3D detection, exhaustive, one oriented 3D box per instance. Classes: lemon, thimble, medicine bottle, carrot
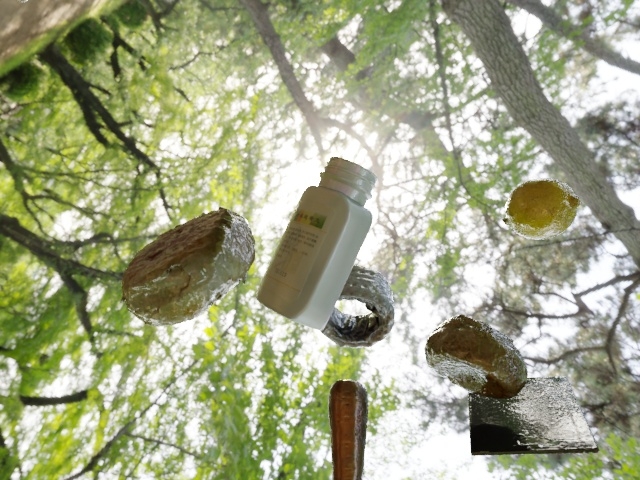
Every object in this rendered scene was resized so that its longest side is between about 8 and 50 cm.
[{"bbox_3d":[0.612,-0.089,1.361,0.206,0.173,0.173,-9,-129,44],"label":"lemon"},{"bbox_3d":[0.096,0.192,1.435,0.157,0.246,0.217,-83,-162,-66],"label":"thimble"},{"bbox_3d":[0.000,0.000,0.977,0.179,0.124,0.324,18,-96,54],"label":"medicine bottle"},{"bbox_3d":[0.036,0.263,0.634,0.055,0.055,0.161,-23,-121,45],"label":"carrot"}]

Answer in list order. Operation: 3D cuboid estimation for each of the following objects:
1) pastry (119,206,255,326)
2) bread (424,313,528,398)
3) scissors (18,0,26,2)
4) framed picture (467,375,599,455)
[{"bbox_3d":[-0.178,0.034,0.685,0.182,0.093,0.192,-27,-158,7],"label":"pastry"},{"bbox_3d":[0.350,0.261,1.119,0.230,0.230,0.122,-6,-132,55],"label":"bread"},{"bbox_3d":[-0.273,-0.228,0.308,0.024,0.318,0.160,-37,-118,51],"label":"scissors"},{"bbox_3d":[0.466,0.393,1.133,0.244,0.013,0.324,-10,-172,18],"label":"framed picture"}]
